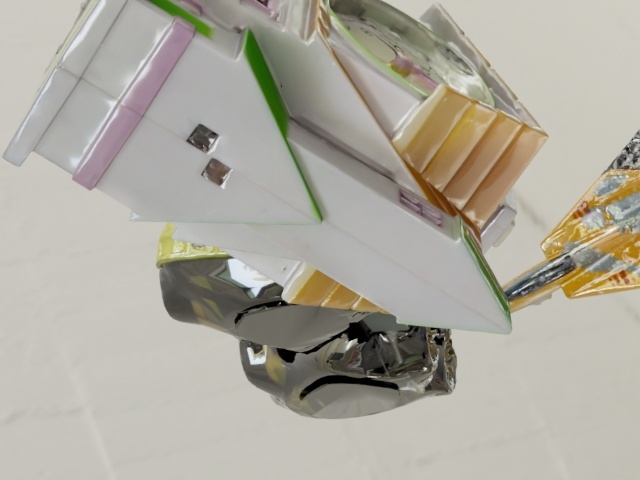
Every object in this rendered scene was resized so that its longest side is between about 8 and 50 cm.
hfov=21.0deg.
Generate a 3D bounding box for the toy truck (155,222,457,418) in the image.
[{"bbox_3d":[0.000,0.000,1.467,0.405,0.181,0.254,50,-144,-66],"label":"toy truck"}]

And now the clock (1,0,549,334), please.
[{"bbox_3d":[-0.003,-0.071,1.038,0.309,0.166,0.235,32,-157,-13],"label":"clock"}]

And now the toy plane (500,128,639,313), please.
[{"bbox_3d":[0.270,0.004,1.589,0.103,0.316,0.204,-2,-117,-61],"label":"toy plane"}]
